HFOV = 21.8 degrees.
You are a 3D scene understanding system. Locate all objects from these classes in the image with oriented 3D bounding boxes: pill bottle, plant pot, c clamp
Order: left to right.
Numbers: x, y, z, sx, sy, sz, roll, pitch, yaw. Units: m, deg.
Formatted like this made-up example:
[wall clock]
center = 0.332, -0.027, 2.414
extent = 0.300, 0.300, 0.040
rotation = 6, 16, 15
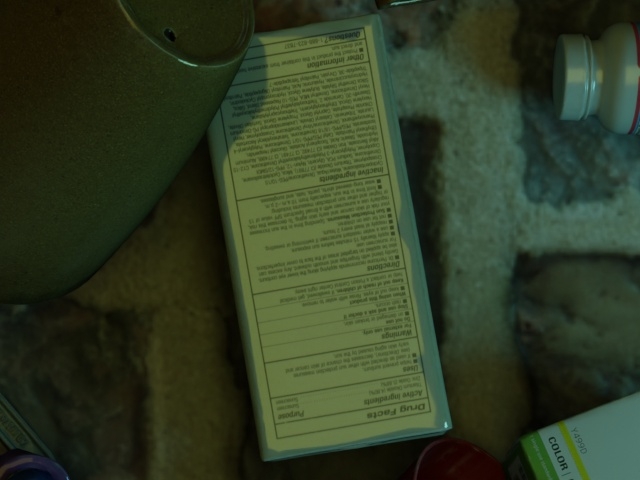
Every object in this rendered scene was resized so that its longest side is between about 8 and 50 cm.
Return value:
[c clamp]
center = -0.279, 0.184, 1.283
extent = 0.137, 0.022, 0.161
rotation = -35, 87, -9
[plant pot]
center = -0.166, -0.110, 1.140
extent = 0.254, 0.237, 0.237
rotation = -31, 88, 41
[pill bottle]
center = 0.262, -0.124, 1.273
extent = 0.160, 0.087, 0.087
rotation = 2, 88, 0

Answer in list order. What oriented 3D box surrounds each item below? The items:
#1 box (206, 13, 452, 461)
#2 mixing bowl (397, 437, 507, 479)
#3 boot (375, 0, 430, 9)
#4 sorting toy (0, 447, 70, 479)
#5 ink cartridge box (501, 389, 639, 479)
[box]
center = 0.000, 0.000, 1.248
extent = 0.148, 0.121, 0.311
rotation = -8, 88, -1
[mixing bowl]
center = 0.093, 0.249, 1.234
extent = 0.098, 0.181, 0.181
rotation = -34, 89, 30
[boot]
center = 0.144, -0.305, 1.265
extent = 0.283, 0.109, 0.220
rotation = -12, 87, 1
[sorting toy]
center = -0.254, 0.339, 1.214
extent = 0.127, 0.126, 0.366
rotation = 17, 92, -14
[ink cartridge box]
center = 0.290, 0.193, 1.226
extent = 0.255, 0.097, 0.189
rotation = -20, 73, -9
